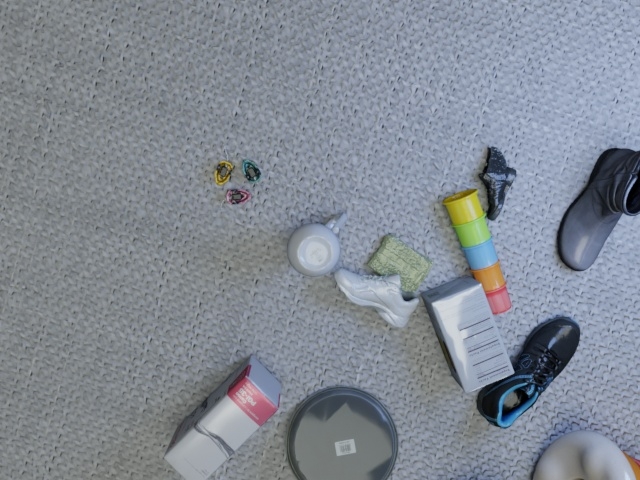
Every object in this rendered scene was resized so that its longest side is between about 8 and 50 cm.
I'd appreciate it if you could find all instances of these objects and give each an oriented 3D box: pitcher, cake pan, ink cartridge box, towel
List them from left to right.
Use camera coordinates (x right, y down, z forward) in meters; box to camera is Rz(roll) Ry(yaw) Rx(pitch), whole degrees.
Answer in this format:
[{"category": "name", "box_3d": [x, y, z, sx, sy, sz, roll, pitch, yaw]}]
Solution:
[{"category": "ink cartridge box", "box_3d": [-0.234, 0.439, 1.823, 0.283, 0.207, 0.117, -44, 96, 3]}, {"category": "pitcher", "box_3d": [0.000, 0.000, 1.781, 0.178, 0.207, 0.125, -44, 97, 2]}, {"category": "cake pan", "box_3d": [0.058, 0.516, 1.881, 0.293, 0.054, 0.293, 1, 80, -4]}, {"category": "towel", "box_3d": [0.202, 0.062, 1.886, 0.148, 0.027, 0.110, 33, 95, -7]}]

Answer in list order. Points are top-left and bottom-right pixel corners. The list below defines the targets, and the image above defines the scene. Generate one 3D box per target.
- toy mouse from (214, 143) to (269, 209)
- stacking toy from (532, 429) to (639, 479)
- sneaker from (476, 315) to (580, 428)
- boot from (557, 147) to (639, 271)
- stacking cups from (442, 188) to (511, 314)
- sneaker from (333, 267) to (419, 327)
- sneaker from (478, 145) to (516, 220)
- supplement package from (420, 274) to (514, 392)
[{"category": "toy mouse", "box_3d": [-0.193, -0.143, 1.843, 0.143, 0.031, 0.161, 17, 96, -4]}, {"category": "stacking toy", "box_3d": [0.815, 0.684, 1.891, 0.479, 0.350, 0.351, 13, 97, -22]}, {"category": "sneaker", "box_3d": [0.545, 0.341, 1.878, 0.125, 0.139, 0.341, 39, 93, -4]}, {"category": "boot", "box_3d": [0.695, -0.075, 1.790, 0.118, 0.223, 0.338, 18, 96, -5]}, {"category": "stacking cups", "box_3d": [0.405, 0.031, 1.856, 0.096, 0.096, 0.316, -23, 97, 1]}, {"category": "sneaker", "box_3d": [0.144, 0.116, 1.851, 0.232, 0.090, 0.115, 29, 112, -14]}, {"category": "sneaker", "box_3d": [0.428, -0.142, 1.861, 0.089, 0.051, 0.170, 24, 91, -5]}, {"category": "supplement package", "box_3d": [0.364, 0.230, 1.857, 0.133, 0.139, 0.244, -22, 97, -1]}]
